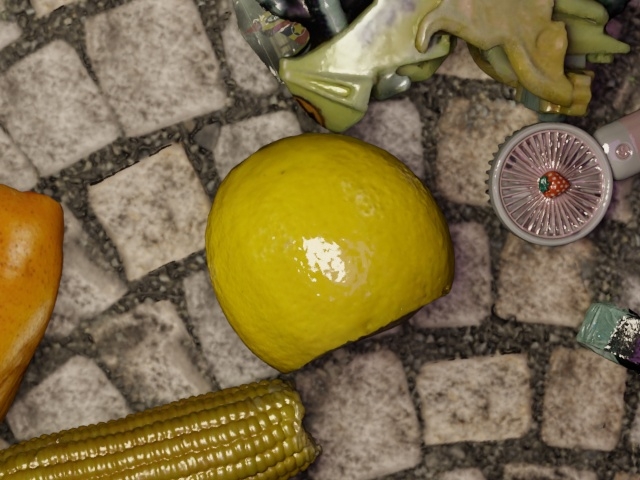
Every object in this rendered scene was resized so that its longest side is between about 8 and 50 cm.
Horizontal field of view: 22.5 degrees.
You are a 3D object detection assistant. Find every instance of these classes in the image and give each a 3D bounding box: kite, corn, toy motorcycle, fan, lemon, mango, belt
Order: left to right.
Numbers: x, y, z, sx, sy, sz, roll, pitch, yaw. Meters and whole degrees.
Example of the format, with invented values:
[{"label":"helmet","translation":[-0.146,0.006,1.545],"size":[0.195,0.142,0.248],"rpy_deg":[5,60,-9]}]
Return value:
[{"label":"mango","translation":[-0.374,0.106,1.569],"size":[0.201,0.199,0.350],"rpy_deg":[13,77,34]},{"label":"corn","translation":[-0.171,0.231,1.635],"size":[0.344,0.131,0.131],"rpy_deg":[-16,96,-6]},{"label":"lemon","translation":[0.000,0.000,1.586],"size":[0.240,0.240,0.219],"rpy_deg":[-28,87,-4]},{"label":"kite","translation":[0.024,-0.270,1.657],"size":[0.245,0.015,0.141],"rpy_deg":[-31,116,-10]},{"label":"toy motorcycle","translation":[0.123,-0.225,1.601],"size":[0.410,0.169,0.237],"rpy_deg":[-1,104,-10]},{"label":"fan","translation":[0.289,-0.084,1.694],"size":[0.244,0.074,0.130],"rpy_deg":[-26,97,-5]},{"label":"belt","translation":[0.341,0.112,1.700],"size":[0.140,0.105,0.058],"rpy_deg":[27,87,-3]}]

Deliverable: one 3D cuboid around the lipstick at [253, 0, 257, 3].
[{"label":"lipstick","translation":[-0.082,-0.398,1.636],"size":[0.051,0.051,0.312],"rpy_deg":[-11,99,0]}]
